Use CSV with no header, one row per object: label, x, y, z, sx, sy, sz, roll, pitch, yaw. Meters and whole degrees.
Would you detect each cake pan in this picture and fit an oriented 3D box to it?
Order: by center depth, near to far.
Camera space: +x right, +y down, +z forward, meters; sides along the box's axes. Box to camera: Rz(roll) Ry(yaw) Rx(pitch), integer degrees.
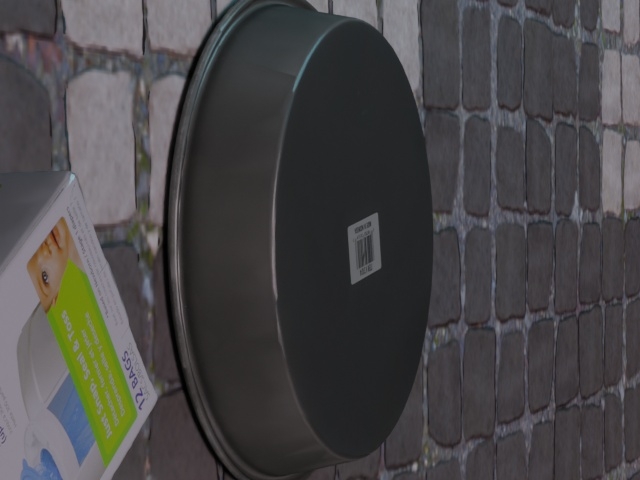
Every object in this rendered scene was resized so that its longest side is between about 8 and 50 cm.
cake pan,0.000,0.000,1.112,0.293,0.054,0.293,0,90,-68

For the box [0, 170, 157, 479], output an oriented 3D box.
box,-0.154,0.078,0.676,0.203,0.103,0.114,-61,143,-49
